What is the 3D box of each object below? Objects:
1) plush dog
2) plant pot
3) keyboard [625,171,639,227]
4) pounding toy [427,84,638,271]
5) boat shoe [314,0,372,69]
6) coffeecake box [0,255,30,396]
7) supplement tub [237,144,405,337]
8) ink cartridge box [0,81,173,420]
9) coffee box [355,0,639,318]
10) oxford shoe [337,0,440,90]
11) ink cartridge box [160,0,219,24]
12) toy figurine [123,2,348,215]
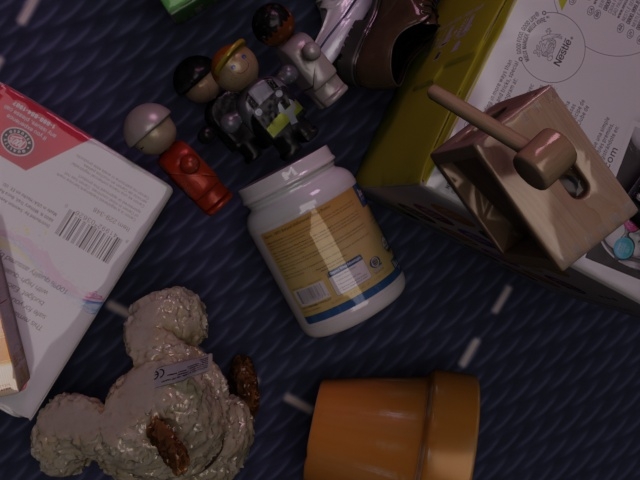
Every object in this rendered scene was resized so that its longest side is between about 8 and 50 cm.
[{"bbox_3d":[-0.159,0.219,0.996,0.262,0.211,0.225,-51,142,-8],"label":"plush dog"},{"bbox_3d":[0.082,0.249,1.050,0.188,0.205,0.205,10,90,4],"label":"plant pot"},{"bbox_3d":[0.363,0.003,0.826,0.180,0.023,0.108,40,85,-9],"label":"keyboard"},{"bbox_3d":[0.172,-0.074,0.697,0.094,0.206,0.181,-37,97,-6],"label":"pounding toy"},{"bbox_3d":[0.029,-0.299,1.074,0.076,0.083,0.226,32,74,0],"label":"boat shoe"},{"bbox_3d":[-0.393,0.076,0.875,0.142,0.068,0.185,-13,96,-8],"label":"coffeecake box"},{"bbox_3d":[0.000,0.000,1.038,0.144,0.144,0.199,-29,98,-8],"label":"supplement tub"},{"bbox_3d":[-0.341,0.010,0.981,0.226,0.131,0.306,33,88,-10],"label":"ink cartridge box"},{"bbox_3d":[0.278,-0.136,0.987,0.334,0.337,0.338,27,88,-10],"label":"coffee box"},{"bbox_3d":[0.109,-0.279,1.018,0.096,0.083,0.227,20,88,32],"label":"oxford shoe"},{"bbox_3d":[-0.100,-0.417,0.996,0.289,0.121,0.211,-30,97,0],"label":"ink cartridge box"},{"bbox_3d":[-0.094,-0.156,0.967,0.210,0.213,0.148,-31,107,36],"label":"toy figurine"}]
